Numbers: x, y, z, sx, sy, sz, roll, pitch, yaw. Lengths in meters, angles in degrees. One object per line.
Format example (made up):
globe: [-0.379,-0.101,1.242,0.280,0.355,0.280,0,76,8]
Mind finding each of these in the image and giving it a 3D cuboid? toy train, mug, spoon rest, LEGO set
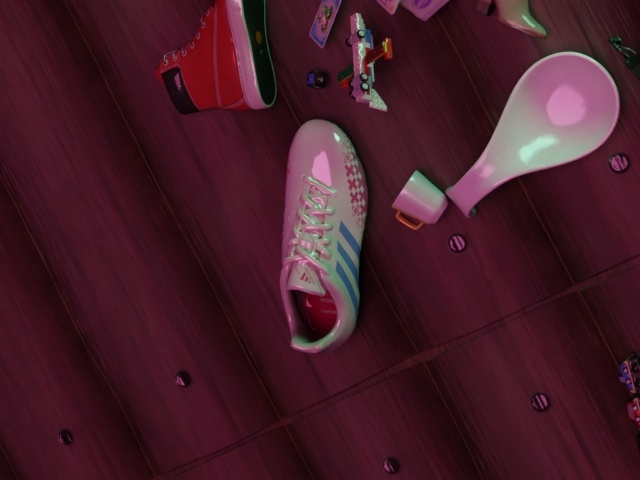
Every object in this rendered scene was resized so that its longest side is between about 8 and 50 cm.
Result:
toy train: [0.431,0.228,1.756,0.036,0.027,0.158,-10,97,34]
mug: [0.141,-0.053,1.805,0.064,0.078,0.062,33,78,3]
spoon rest: [0.272,-0.129,1.715,0.137,0.084,0.276,48,114,6]
LEGO set: [0.058,-0.294,1.761,0.182,0.060,0.244,53,128,49]

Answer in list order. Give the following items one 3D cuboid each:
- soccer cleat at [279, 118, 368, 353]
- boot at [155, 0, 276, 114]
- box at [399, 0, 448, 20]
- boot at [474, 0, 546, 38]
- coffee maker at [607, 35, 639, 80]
soccer cleat: [0.000,0.000,1.816,0.116,0.143,0.331,0,101,22]
boot: [-0.167,-0.302,1.856,0.176,0.088,0.244,-1,104,23]
box: [0.224,-0.416,1.671,0.324,0.063,0.067,-40,49,25]
boot: [0.257,-0.325,1.704,0.118,0.042,0.087,27,107,14]
coffee maker: [0.467,-0.254,1.592,0.171,0.120,0.178,43,112,9]
